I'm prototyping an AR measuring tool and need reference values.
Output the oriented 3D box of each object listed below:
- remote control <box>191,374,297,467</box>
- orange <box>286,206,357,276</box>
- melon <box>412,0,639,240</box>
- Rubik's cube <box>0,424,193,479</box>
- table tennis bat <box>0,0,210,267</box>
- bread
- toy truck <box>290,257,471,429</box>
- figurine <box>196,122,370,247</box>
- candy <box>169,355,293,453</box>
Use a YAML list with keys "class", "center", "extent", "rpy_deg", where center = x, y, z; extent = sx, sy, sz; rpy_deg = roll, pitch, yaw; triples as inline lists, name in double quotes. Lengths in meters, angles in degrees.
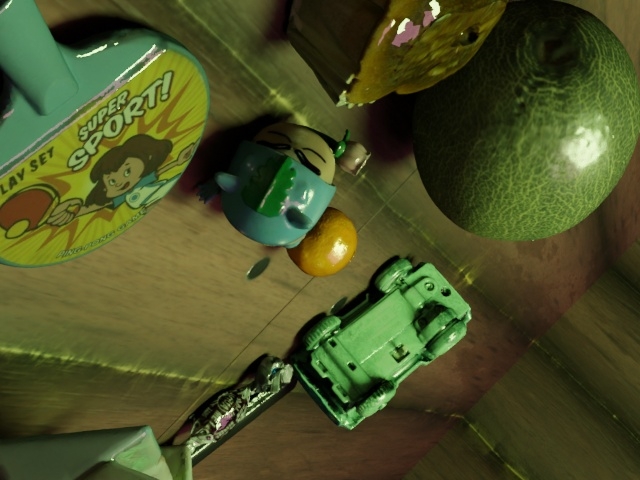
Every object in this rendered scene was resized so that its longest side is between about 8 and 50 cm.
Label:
- class: "remote control"
  center: [-0.129, 0.269, 1.475]
  extent: [0.245, 0.025, 0.063]
  rpy_deg: [-35, 161, -26]
- class: "orange"
  center: [0.001, 0.000, 1.130]
  extent: [0.083, 0.083, 0.083]
  rpy_deg: [-38, 159, -18]
- class: "melon"
  center: [0.219, -0.123, 1.087]
  extent: [0.237, 0.237, 0.302]
  rpy_deg: [-38, 163, -17]
- class: "Rubik's cube"
  center: [-0.246, 0.347, 0.918]
  extent: [0.387, 0.368, 0.358]
  rpy_deg: [-34, 158, -18]
- class: "table tennis bat"
  center: [-0.176, -0.080, 0.707]
  extent: [0.215, 0.044, 0.329]
  rpy_deg: [-39, 161, -11]
- class: "bread"
  center: [0.088, -0.217, 0.841]
  extent: [0.209, 0.110, 0.192]
  rpy_deg: [-23, 152, -45]
- class: "toy truck"
  center: [0.094, 0.154, 1.507]
  extent: [0.278, 0.155, 0.156]
  rpy_deg: [-37, 166, -22]
- class: "figurine"
  center: [-0.031, -0.056, 0.948]
  extent: [0.144, 0.114, 0.178]
  rpy_deg: [-49, 172, -10]
- class: "candy"
  center: [-0.129, 0.242, 1.390]
  extent: [0.226, 0.051, 0.094]
  rpy_deg: [-35, 163, -20]
